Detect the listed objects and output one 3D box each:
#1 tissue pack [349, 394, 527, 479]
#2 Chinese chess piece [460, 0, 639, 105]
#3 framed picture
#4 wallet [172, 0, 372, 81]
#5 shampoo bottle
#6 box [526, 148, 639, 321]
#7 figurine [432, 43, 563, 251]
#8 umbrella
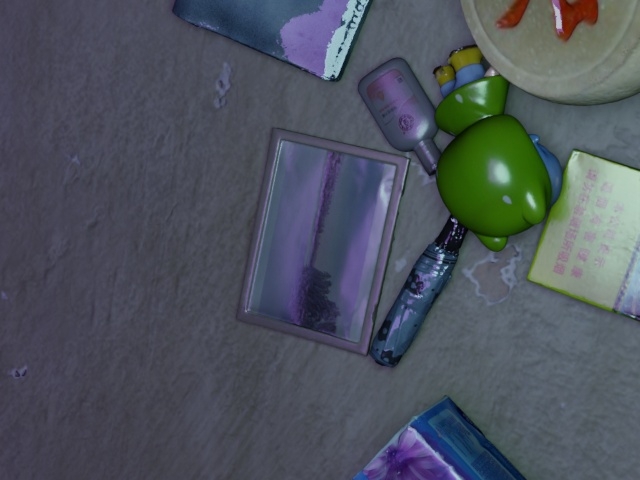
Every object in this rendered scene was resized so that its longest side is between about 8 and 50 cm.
[{"bbox_3d":[0.189,0.353,1.481,0.263,0.198,0.146,46,106,13],"label":"tissue pack"},{"bbox_3d":[0.315,-0.331,1.360,0.338,0.140,0.338,22,119,49],"label":"Chinese chess piece"},{"bbox_3d":[0.000,0.000,1.634,0.213,0.016,0.289,15,98,20],"label":"framed picture"},{"bbox_3d":[-0.056,-0.390,1.618,0.290,0.054,0.251,24,102,17],"label":"wallet"},{"bbox_3d":[0.120,-0.166,1.566,0.080,0.040,0.165,-32,80,15],"label":"shampoo bottle"},{"bbox_3d":[0.451,0.022,1.444,0.335,0.047,0.187,21,99,19],"label":"box"},{"bbox_3d":[0.215,-0.122,1.478,0.162,0.143,0.263,-38,62,46],"label":"figurine"},{"bbox_3d":[0.142,0.064,1.564,0.052,0.053,0.250,30,102,10],"label":"umbrella"}]
